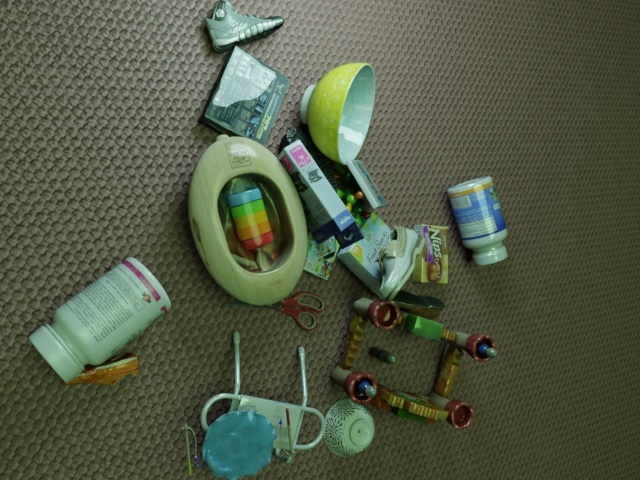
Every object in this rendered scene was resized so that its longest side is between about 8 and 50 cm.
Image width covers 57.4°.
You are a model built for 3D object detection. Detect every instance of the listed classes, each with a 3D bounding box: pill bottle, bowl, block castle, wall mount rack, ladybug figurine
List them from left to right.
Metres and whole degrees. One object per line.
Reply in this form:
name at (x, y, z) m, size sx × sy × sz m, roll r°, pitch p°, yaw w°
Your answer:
pill bottle at (-0.503, 0.182, 1.343) m, size 0.283 × 0.160 × 0.160 m, roll -40°, pitch 105°, yaw -25°
ladybug figurine at (-0.199, -0.052, 1.525) m, size 0.305 × 0.162 × 0.449 m, roll -15°, pitch 94°, yaw -28°
wall mount rack at (-0.151, 0.418, 1.545) m, size 0.350 × 0.130 × 0.304 m, roll 19°, pitch 81°, yaw -26°
bowl at (0.035, -0.370, 1.664) m, size 0.156 × 0.289 × 0.289 m, roll 16°, pitch 74°, yaw 18°
bowl at (0.099, 0.548, 1.692) m, size 0.170 × 0.080 × 0.170 m, roll 2°, pitch 86°, yaw -28°
block castle at (0.282, 0.364, 1.708) m, size 0.453 × 0.213 × 0.303 m, roll 22°, pitch 85°, yaw -25°
pill bottle at (0.526, -0.063, 1.930) m, size 0.152 × 0.152 × 0.272 m, roll -22°, pitch 97°, yaw -28°

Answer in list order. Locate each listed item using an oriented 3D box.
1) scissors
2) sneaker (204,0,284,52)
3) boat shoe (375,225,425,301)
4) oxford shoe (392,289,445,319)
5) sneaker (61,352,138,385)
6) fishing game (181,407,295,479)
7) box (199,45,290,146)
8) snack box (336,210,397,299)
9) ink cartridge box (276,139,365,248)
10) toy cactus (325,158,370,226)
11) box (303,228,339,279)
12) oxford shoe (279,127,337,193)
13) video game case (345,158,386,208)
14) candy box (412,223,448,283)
scissors at (-0.120, 0.171, 1.637) m, size 0.297 × 0.021 × 0.109 m, roll 21°, pitch 79°, yaw -25°
sneaker at (-0.214, -0.615, 1.605) m, size 0.228 × 0.086 × 0.132 m, roll -30°, pitch 98°, yaw -26°
boat shoe at (0.209, 0.060, 1.658) m, size 0.103 × 0.113 × 0.302 m, roll 34°, pitch 34°, yaw 1°
oxford shoe at (0.283, 0.209, 1.829) m, size 0.212 × 0.076 × 0.076 m, roll 15°, pitch 117°, yaw -18°
sneaker at (-0.517, 0.319, 1.383) m, size 0.175 × 0.064 × 0.067 m, roll -9°, pitch 101°, yaw -26°
fishing game at (-0.197, 0.497, 1.431) m, size 0.264 × 0.041 × 0.189 m, roll -9°, pitch 104°, yaw -13°
box at (-0.204, -0.385, 1.606) m, size 0.183 × 0.059 × 0.233 m, roll 26°, pitch 74°, yaw -24°
snack box at (0.170, 0.046, 1.757) m, size 0.207 × 0.070 × 0.174 m, roll 43°, pitch 55°, yaw -18°
ink cartridge box at (-0.016, -0.104, 1.585) m, size 0.065 × 0.186 × 0.311 m, roll -38°, pitch 92°, yaw -22°
toy cactus at (0.102, -0.145, 1.729) m, size 0.180 × 0.112 × 0.219 m, roll -2°, pitch 58°, yaw -49°
box at (0.000, 0.000, 1.703) m, size 0.114 × 0.036 × 0.207 m, roll 25°, pitch 75°, yaw -25°
oxford shoe at (-0.034, -0.205, 1.663) m, size 0.083 × 0.096 × 0.227 m, roll -33°, pitch 87°, yaw -39°
video game case at (0.135, -0.163, 1.695) m, size 0.019 × 0.143 × 0.157 m, roll -32°, pitch 86°, yaw 17°
candy box at (0.355, 0.044, 1.885) m, size 0.109 × 0.053 × 0.187 m, roll 5°, pitch 85°, yaw -28°
